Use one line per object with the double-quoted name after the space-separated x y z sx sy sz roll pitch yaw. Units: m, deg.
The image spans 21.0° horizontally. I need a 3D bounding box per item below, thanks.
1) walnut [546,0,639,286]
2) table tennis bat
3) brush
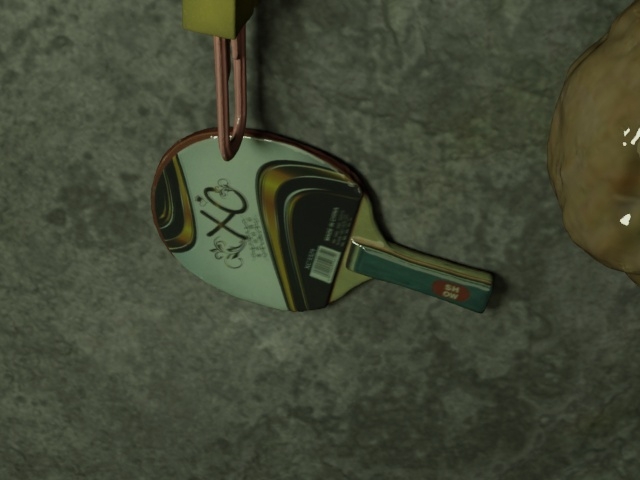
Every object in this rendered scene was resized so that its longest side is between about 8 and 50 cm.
0.296 -0.075 1.215 0.273 0.227 0.273 4 120 8 "walnut"
0.000 0.000 1.464 0.301 0.022 0.173 20 127 2 "table tennis bat"
-0.071 -0.164 1.318 0.047 0.103 0.233 10 127 10 "brush"
